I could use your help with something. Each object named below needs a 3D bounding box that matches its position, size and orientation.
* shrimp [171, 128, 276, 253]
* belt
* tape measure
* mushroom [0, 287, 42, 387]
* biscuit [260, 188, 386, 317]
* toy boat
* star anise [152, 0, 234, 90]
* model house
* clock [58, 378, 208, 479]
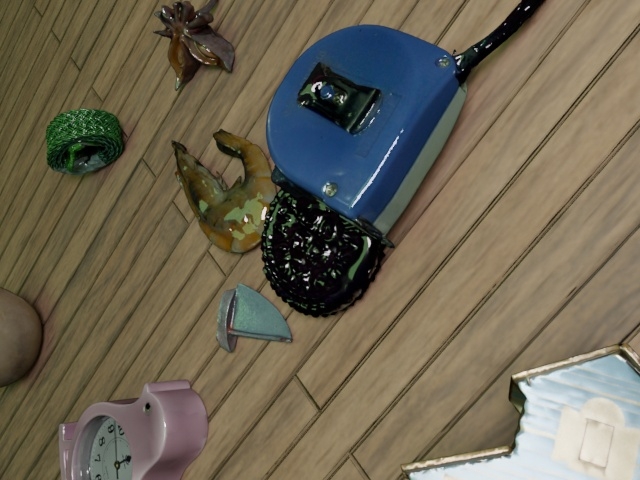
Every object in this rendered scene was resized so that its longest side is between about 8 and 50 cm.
[{"bbox_3d":[-0.146,-0.096,0.894,0.145,0.059,0.254,-43,59,21],"label":"shrimp"},{"bbox_3d":[-0.415,-0.162,1.078,0.151,0.121,0.079,-26,70,37],"label":"belt"},{"bbox_3d":[0.082,-0.186,0.680,0.215,0.098,0.351,33,89,36],"label":"tape measure"},{"bbox_3d":[-0.627,0.170,1.164,0.204,0.204,0.205,-8,78,37],"label":"mushroom"},{"bbox_3d":[0.000,0.000,0.765,0.194,0.053,0.195,-9,76,37],"label":"biscuit"},{"bbox_3d":[-0.082,0.108,0.832,0.122,0.034,0.096,1,83,30],"label":"toy boat"},{"bbox_3d":[-0.194,-0.377,1.008,0.227,0.218,0.148,-59,3,-37],"label":"star anise"},{"bbox_3d":[0.206,0.192,0.495,0.270,0.178,0.207,13,75,24],"label":"model house"},{"bbox_3d":[-0.266,0.365,0.895,0.275,0.080,0.291,-33,64,30],"label":"clock"}]
